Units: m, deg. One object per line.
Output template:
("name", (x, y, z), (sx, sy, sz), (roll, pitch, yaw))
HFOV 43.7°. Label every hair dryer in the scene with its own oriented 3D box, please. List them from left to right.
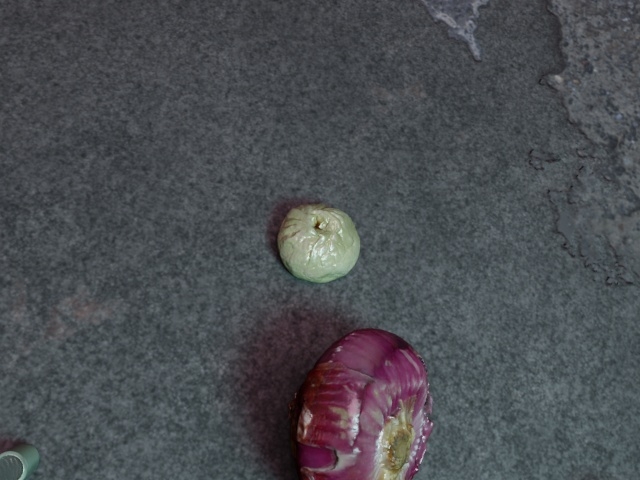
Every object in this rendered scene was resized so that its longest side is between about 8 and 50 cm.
("hair dryer", (-0.351, 0.284, 0.868), (0.038, 0.063, 0.124), (26, 83, -3))

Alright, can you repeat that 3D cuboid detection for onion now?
("onion", (0.031, 0.209, 0.927), (0.163, 0.230, 0.230), (16, 56, 35))

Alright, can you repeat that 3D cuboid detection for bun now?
("bun", (0.000, 0.000, 1.067), (0.115, 0.069, 0.115), (5, 67, -12))
